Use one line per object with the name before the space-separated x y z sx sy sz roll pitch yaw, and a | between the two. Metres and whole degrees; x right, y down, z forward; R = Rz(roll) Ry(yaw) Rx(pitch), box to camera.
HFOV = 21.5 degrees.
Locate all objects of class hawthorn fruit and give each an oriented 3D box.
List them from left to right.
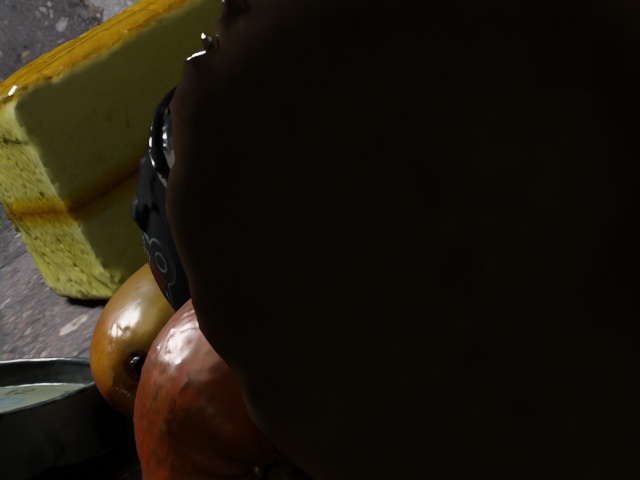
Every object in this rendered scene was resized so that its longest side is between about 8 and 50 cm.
hawthorn fruit | -0.021 0.101 0.964 0.189 0.189 0.189 -30 18 11

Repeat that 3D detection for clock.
clock | -0.287 0.143 1.296 0.280 0.055 0.280 -8 6 1

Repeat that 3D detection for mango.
mango | -0.085 0.053 1.279 0.253 0.113 0.138 -41 -8 -48

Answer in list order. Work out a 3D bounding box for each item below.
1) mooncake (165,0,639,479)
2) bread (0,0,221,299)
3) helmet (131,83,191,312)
mooncake | 0.102 -0.009 0.760 0.324 0.324 0.187 -17 7 42
bread | -0.148 -0.129 1.697 0.361 0.233 0.245 -36 16 -22
helmet | 0.000 0.000 1.154 0.231 0.278 0.160 -108 34 -44
